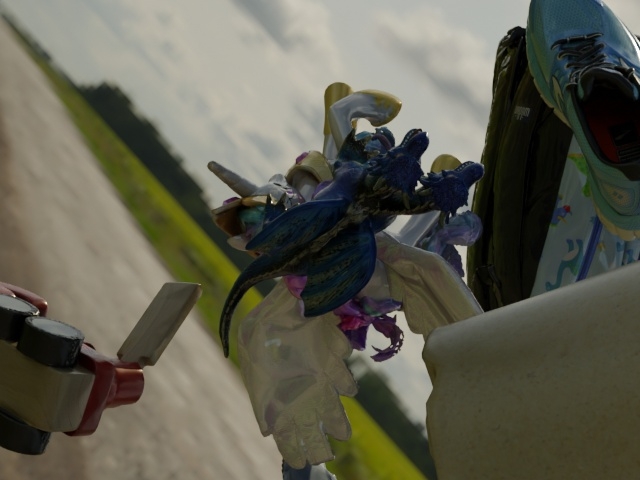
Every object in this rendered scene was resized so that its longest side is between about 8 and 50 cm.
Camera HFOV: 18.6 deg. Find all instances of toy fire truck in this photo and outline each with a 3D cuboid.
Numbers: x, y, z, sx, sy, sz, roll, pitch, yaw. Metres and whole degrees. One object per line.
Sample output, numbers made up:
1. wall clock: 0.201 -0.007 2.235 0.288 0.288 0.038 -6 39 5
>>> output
1. toy fire truck: -0.251 0.093 1.883 0.217 0.158 0.246 25 11 33

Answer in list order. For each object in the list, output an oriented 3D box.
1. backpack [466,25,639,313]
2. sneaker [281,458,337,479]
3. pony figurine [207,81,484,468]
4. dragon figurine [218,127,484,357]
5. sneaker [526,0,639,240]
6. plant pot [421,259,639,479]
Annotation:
1. backpack: 0.293 -0.048 2.294 0.273 0.355 0.290 26 -8 -22
2. sneaker: 0.036 0.341 2.215 0.319 0.131 0.112 -106 177 -52
3. pony figurine: 0.038 0.022 1.985 0.351 0.303 0.363 62 32 -10
4. dragon figurine: 0.000 0.000 1.527 0.085 0.289 0.144 49 17 -12
5. sneaker: 0.154 -0.083 1.045 0.073 0.063 0.162 66 2 -59
6. plant pot: 0.250 0.150 1.531 0.334 0.305 0.333 -12 90 -80
